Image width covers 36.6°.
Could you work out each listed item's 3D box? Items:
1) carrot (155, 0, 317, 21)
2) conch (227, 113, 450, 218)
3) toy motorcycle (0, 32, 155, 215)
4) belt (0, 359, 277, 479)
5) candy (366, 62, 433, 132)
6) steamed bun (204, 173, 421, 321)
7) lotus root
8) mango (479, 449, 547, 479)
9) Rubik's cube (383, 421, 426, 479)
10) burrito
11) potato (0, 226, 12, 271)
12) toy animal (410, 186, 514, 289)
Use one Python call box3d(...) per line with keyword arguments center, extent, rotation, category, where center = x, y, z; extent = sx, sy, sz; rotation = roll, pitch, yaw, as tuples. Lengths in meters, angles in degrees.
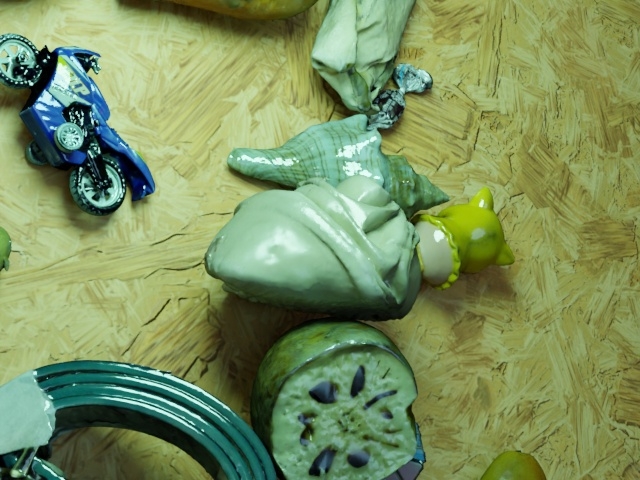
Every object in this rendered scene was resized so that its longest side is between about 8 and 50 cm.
box3d(center=(-0.153, -0.482, 1.586), extent=(0.340, 0.224, 0.224), rotation=(4, 77, -25), category="carrot")
box3d(center=(0.047, -0.124, 1.651), extent=(0.386, 0.169, 0.203), rotation=(21, 57, -24), category="conch")
box3d(center=(-0.366, -0.186, 1.469), extent=(0.169, 0.113, 0.315), rotation=(-43, 110, -39), category="toy motorcycle")
box3d(center=(-0.272, 0.327, 1.298), extent=(0.436, 0.173, 0.300), rotation=(17, 62, -4), category="belt")
box3d(center=(0.135, -0.246, 1.792), extent=(0.094, 0.051, 0.226), rotation=(47, 61, -16), category="candy")
box3d(center=(0.000, 0.002, 1.499), extent=(0.324, 0.310, 0.219), rotation=(9, 80, 6), category="steamed bun")
box3d(center=(0.013, 0.233, 1.440), extent=(0.250, 0.346, 0.250), rotation=(0, 88, -4), category="lotus root")
box3d(center=(0.318, 0.488, 1.692), extent=(0.138, 0.113, 0.253), rotation=(42, 64, -14), category="mango")
box3d(center=(0.075, 0.342, 1.583), extent=(0.178, 0.190, 0.211), rotation=(25, 62, -4), category="Rubik's cube")
box3d(center=(0.072, -0.385, 1.735), extent=(0.135, 0.190, 0.332), rotation=(10, 64, 19), category="burrito")
box3d(center=(-0.510, 0.049, 1.350), extent=(0.105, 0.085, 0.188), rotation=(43, 63, -39), category="potato")
box3d(center=(0.234, 0.006, 1.740), extent=(0.229, 0.156, 0.156), rotation=(-22, 90, -27), category="toy animal")
